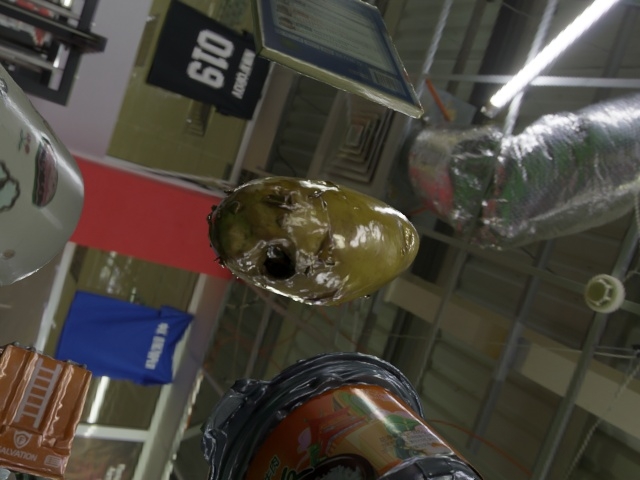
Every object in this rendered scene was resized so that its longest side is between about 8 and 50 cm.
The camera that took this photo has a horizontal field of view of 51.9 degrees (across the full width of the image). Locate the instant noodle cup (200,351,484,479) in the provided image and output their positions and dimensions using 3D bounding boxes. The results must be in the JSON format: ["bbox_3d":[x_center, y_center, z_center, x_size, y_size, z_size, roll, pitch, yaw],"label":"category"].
[{"bbox_3d":[0.030,0.177,0.427,0.126,0.208,0.177,24,-86,58],"label":"instant noodle cup"}]

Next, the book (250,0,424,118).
[{"bbox_3d":[0.010,-0.291,0.904,0.018,0.229,0.322,-57,-153,34],"label":"book"}]

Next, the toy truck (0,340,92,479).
[{"bbox_3d":[-0.512,0.273,1.048,0.388,0.173,0.206,-17,-128,50],"label":"toy truck"}]

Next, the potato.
[{"bbox_3d":[0.000,0.000,0.767,0.173,0.300,0.140,26,-79,37],"label":"potato"}]

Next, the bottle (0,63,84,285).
[{"bbox_3d":[-0.219,-0.071,0.320,0.253,0.121,0.120,79,10,-66],"label":"bottle"}]
